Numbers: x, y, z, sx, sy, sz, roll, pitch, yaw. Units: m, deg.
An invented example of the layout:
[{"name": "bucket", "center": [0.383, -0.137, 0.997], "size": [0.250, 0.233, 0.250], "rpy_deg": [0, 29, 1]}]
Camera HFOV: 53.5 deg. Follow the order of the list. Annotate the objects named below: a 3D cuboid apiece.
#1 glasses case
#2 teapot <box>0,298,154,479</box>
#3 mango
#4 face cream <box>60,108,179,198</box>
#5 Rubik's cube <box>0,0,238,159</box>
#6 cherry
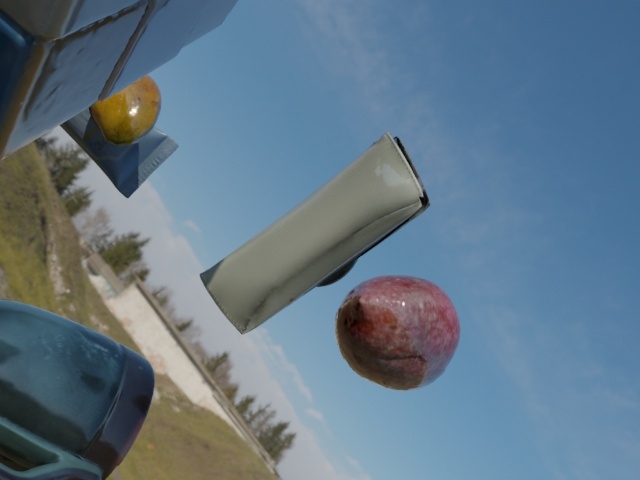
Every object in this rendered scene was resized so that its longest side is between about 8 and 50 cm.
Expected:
[{"name": "glasses case", "center": [0.001, 0.001, 0.797], "size": [0.083, 0.308, 0.128], "rpy_deg": [45, 13, -49]}, {"name": "teapot", "center": [-0.421, 0.220, 0.863], "size": [0.312, 0.233, 0.315], "rpy_deg": [37, 10, -28]}, {"name": "mango", "center": [-0.303, -0.214, 0.995], "size": [0.165, 0.115, 0.089], "rpy_deg": [47, -15, 45]}, {"name": "face cream", "center": [-0.423, -0.248, 1.070], "size": [0.385, 0.135, 0.086], "rpy_deg": [46, -9, -25]}, {"name": "Rubik's cube", "center": [-0.177, -0.324, 0.388], "size": [0.346, 0.344, 0.347], "rpy_deg": [41, -53, -7]}, {"name": "cherry", "center": [0.109, 0.134, 0.973], "size": [0.192, 0.175, 0.249], "rpy_deg": [5, -22, 28]}]
